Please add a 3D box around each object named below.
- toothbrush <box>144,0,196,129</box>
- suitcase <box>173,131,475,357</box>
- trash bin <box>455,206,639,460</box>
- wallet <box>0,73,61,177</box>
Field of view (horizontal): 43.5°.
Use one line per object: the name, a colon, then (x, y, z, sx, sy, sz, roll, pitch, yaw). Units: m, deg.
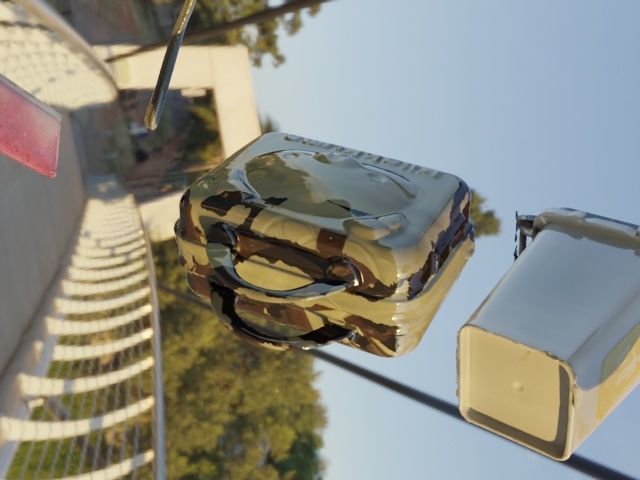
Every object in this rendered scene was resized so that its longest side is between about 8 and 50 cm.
toothbrush: (-0.216, -0.292, 1.184, 0.297, 0.030, 0.030, -66, 174, 31)
suitcase: (0.000, 0.000, 1.005, 0.339, 0.351, 0.194, -46, 145, -51)
trash bin: (0.356, 0.127, 1.213, 0.295, 0.367, 0.256, 20, -52, 35)
wallet: (-0.488, -0.190, 1.270, 0.232, 0.025, 0.120, 41, 45, -67)
